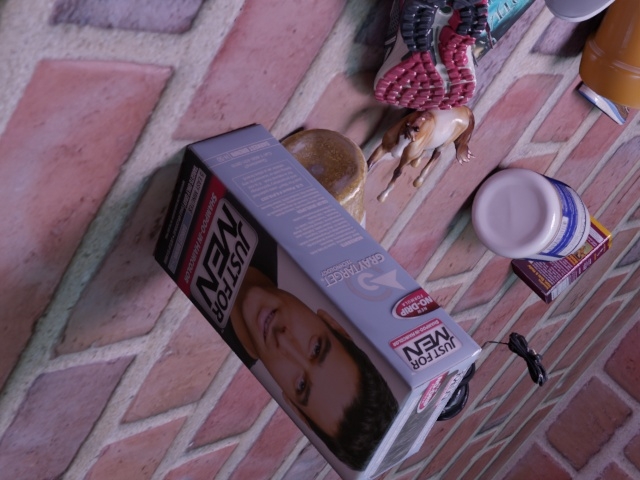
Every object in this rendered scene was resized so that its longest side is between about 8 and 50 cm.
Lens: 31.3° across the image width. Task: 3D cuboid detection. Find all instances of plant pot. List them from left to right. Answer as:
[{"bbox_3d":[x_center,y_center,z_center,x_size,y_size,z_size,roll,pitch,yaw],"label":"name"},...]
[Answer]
[{"bbox_3d":[0.507,-0.321,1.710,0.205,0.205,0.188,-26,136,-36],"label":"plant pot"}]

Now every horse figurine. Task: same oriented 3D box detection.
[{"bbox_3d":[0.141,-0.135,1.559,0.263,0.066,0.174,-23,153,-48],"label":"horse figurine"}]

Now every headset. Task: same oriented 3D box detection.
[{"bbox_3d":[0.259,0.297,2.331,0.394,0.185,0.243,-25,153,-14],"label":"headset"}]

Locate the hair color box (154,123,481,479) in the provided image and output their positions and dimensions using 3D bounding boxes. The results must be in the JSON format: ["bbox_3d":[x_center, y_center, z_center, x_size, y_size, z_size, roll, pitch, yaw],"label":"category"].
[{"bbox_3d":[-0.017,0.066,1.260,0.113,0.374,0.185,-23,149,-39],"label":"hair color box"}]

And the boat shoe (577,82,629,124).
[{"bbox_3d":[0.503,-0.248,1.960,0.066,0.066,0.183,-51,156,14],"label":"boat shoe"}]

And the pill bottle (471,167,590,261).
[{"bbox_3d":[0.378,-0.038,2.000,0.153,0.153,0.265,-51,156,15],"label":"pill bottle"}]

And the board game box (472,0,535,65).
[{"bbox_3d":[0.238,-0.318,1.468,0.186,0.026,0.126,-47,156,6],"label":"board game box"}]

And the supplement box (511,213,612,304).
[{"bbox_3d":[0.501,0.028,2.369,0.188,0.104,0.081,-42,157,-3],"label":"supplement box"}]

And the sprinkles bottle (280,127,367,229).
[{"bbox_3d":[0.000,0.000,1.501,0.121,0.121,0.355,-36,155,-18],"label":"sprinkles bottle"}]

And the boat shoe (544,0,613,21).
[{"bbox_3d":[0.380,-0.405,1.433,0.306,0.113,0.105,-65,162,1],"label":"boat shoe"}]

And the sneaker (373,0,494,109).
[{"bbox_3d":[0.136,-0.246,1.331,0.121,0.112,0.299,6,156,-6],"label":"sneaker"}]
